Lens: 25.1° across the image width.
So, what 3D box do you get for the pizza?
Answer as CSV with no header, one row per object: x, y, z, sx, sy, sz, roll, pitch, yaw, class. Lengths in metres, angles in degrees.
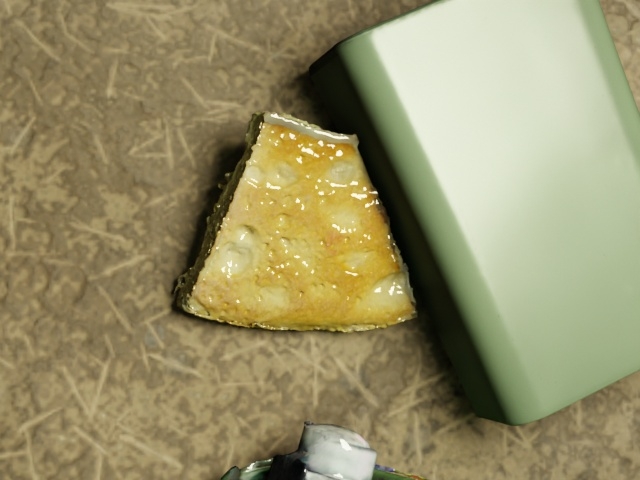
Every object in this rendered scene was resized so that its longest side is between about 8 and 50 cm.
-0.003,-0.009,1.217,0.204,0.080,0.188,14,105,-13,pizza

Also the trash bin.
0.166,-0.043,1.215,0.223,0.158,0.343,-25,95,-12,trash bin

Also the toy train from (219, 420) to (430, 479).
0.025,0.312,1.146,0.249,0.173,0.307,19,80,-18,toy train
